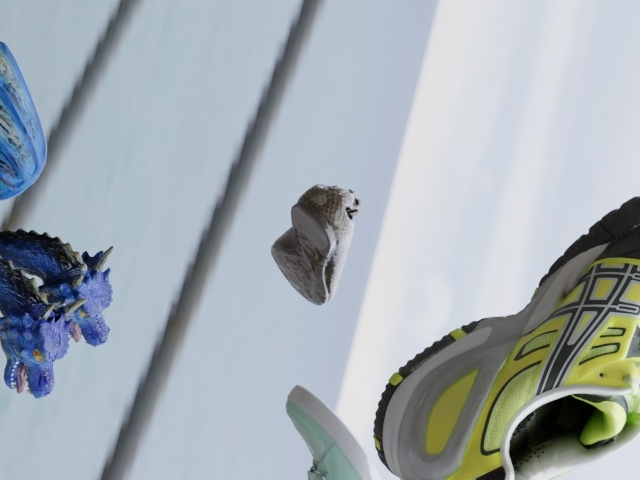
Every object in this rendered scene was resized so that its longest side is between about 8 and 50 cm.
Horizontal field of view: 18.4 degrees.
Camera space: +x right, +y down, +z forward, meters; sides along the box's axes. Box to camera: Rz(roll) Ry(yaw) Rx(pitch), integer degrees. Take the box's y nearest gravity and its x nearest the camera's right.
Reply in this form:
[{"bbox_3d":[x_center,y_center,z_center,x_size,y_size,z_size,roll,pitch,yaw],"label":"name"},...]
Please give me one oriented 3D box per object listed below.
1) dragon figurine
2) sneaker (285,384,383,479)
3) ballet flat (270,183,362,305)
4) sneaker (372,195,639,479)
[{"bbox_3d":[-0.201,-0.056,1.050,0.085,0.144,0.289,-29,107,-67],"label":"dragon figurine"},{"bbox_3d":[-0.004,0.282,2.001,0.256,0.151,0.094,60,-7,1],"label":"sneaker"},{"bbox_3d":[0.000,0.000,1.911,0.058,0.084,0.250,-43,170,-17],"label":"ballet flat"},{"bbox_3d":[0.230,0.092,1.556,0.384,0.147,0.145,-37,131,-14],"label":"sneaker"}]
